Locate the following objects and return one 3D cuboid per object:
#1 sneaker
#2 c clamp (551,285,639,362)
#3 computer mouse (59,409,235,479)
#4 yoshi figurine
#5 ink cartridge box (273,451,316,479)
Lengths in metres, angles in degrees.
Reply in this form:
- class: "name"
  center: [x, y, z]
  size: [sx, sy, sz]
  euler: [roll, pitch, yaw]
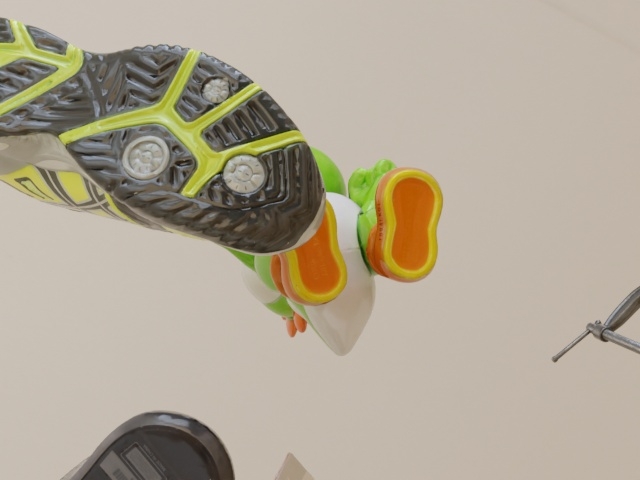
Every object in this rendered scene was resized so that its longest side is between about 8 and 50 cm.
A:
- class: "sneaker"
  center: [-0.160, -0.081, 1.081]
  size: [0.145, 0.385, 0.147]
  euler: [-60, -23, -17]
- class: "c clamp"
  center: [0.328, 0.093, 1.317]
  size: [0.137, 0.161, 0.022]
  euler: [-44, -71, -13]
- class: "computer mouse"
  center: [-0.177, 0.229, 1.103]
  size: [0.272, 0.072, 0.188]
  euler: [-36, -91, 21]
- class: "yoshi figurine"
  center: [-0.012, -0.026, 1.270]
  size: [0.203, 0.362, 0.203]
  euler: [38, -102, -9]
- class: "ink cartridge box"
  center: [-0.031, 0.394, 1.201]
  size: [0.261, 0.066, 0.296]
  euler: [50, -131, -23]
